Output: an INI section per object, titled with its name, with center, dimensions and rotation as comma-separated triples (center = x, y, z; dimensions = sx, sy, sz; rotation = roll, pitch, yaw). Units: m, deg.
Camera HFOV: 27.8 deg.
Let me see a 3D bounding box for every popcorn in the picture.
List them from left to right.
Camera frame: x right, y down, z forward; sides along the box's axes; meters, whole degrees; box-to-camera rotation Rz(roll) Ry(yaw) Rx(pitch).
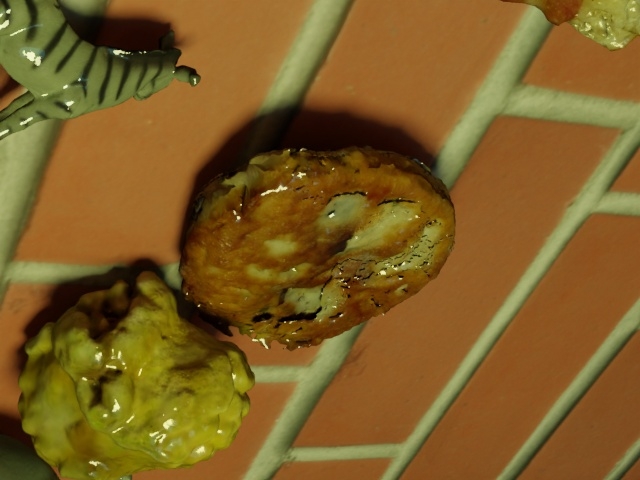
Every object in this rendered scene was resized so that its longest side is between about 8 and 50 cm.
[popcorn]
center = -0.180, 0.131, 1.266
dimensions = 0.226, 0.203, 0.200
rotation = 0, -174, 38

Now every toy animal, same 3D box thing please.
[toy animal]
center = -0.212, -0.148, 1.007
dimensions = 0.176, 0.073, 0.217
rotation = -33, 135, 1

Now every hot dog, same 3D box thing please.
[hot dog]
center = 0.191, -0.246, 1.049
dimensions = 0.213, 0.103, 0.146
rotation = 24, 143, -9

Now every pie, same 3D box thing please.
[pie]
center = 0.000, 0.001, 1.265
dimensions = 0.308, 0.085, 0.308
rotation = -15, 145, -11

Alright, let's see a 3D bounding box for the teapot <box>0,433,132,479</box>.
[teapot]
center = -0.340, 0.288, 1.340
dimensions = 0.294, 0.193, 0.129
rotation = -15, -170, 33
